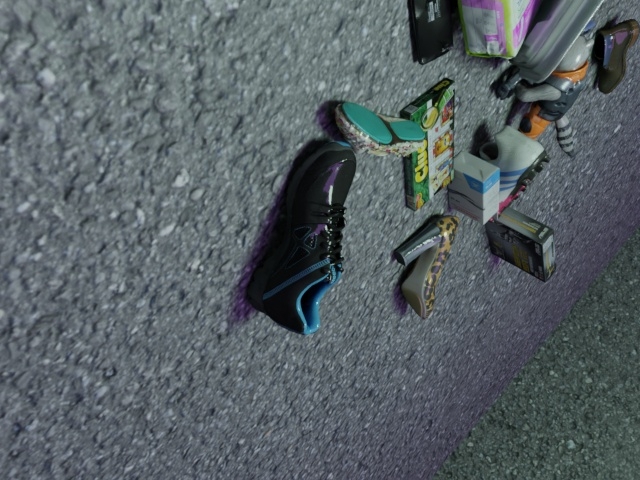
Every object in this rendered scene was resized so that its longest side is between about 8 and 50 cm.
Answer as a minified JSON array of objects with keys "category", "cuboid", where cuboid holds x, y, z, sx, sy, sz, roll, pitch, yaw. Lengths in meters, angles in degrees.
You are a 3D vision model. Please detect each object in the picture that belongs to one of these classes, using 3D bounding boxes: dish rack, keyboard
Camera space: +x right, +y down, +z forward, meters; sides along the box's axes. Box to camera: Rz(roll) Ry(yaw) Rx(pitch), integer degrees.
[{"category":"dish rack","cuboid":[0.462,-0.460,1.150,0.332,0.072,0.285,-59,-176,19]},{"category":"keyboard","cuboid":[0.194,-0.407,1.070,0.100,0.038,0.192,-27,138,-8]}]

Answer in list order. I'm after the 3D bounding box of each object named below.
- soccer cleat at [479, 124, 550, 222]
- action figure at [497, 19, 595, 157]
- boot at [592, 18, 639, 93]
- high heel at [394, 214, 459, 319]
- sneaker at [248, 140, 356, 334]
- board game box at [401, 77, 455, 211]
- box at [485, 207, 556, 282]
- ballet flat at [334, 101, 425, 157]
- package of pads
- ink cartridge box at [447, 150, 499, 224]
[{"category":"soccer cleat","cuboid":[0.433,-0.162,1.497,0.116,0.143,0.331,-42,167,-19]},{"category":"action figure","cuboid":[0.566,-0.356,1.435,0.341,0.178,0.330,-42,153,-15]},{"category":"boot","cuboid":[0.770,-0.488,1.679,0.106,0.082,0.219,-16,138,-15]},{"category":"high heel","cuboid":[0.283,0.068,1.500,0.186,0.093,0.261,-35,132,-17]},{"category":"sneaker","cuboid":[0.000,0.000,1.066,0.125,0.140,0.340,2,115,-49]},{"category":"board game box","cuboid":[0.226,-0.191,1.281,0.136,0.030,0.259,-38,142,-21]},{"category":"box","cuboid":[0.548,0.005,1.698,0.056,0.183,0.231,-49,146,-11]},{"category":"ballet flat","cuboid":[0.096,-0.181,1.092,0.241,0.091,0.077,3,146,-47]},{"category":"package of pads","cuboid":[0.307,-0.481,1.035,0.229,0.101,0.296,-60,148,-23]},{"category":"ink cartridge box","cuboid":[0.355,-0.109,1.437,0.060,0.104,0.180,-42,143,-20]}]
